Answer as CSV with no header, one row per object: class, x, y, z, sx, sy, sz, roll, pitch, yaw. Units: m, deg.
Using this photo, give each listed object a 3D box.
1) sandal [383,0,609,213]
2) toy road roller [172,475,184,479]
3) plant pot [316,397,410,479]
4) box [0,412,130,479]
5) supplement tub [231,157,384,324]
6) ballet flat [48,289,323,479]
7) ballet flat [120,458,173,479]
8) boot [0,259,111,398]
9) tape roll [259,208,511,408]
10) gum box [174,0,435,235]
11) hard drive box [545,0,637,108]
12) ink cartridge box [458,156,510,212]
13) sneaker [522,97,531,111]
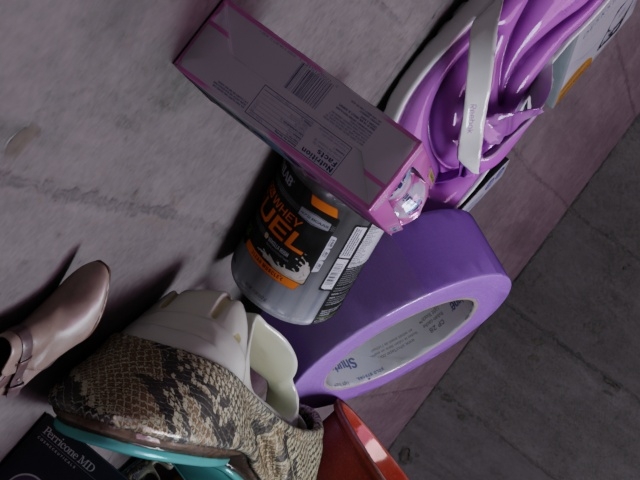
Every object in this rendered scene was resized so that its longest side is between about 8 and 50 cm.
sandal,0.191,-0.171,1.633,0.169,0.102,0.416,27,100,-41
toy road roller,-0.133,0.367,1.977,0.330,0.240,0.202,16,117,-36
plant pot,-0.005,0.361,1.732,0.265,0.272,0.272,-37,167,2
box,-0.190,0.304,1.347,0.184,0.261,0.103,-49,167,-16
supplement tub,0.002,-0.024,1.468,0.117,0.117,0.190,-33,156,-55
ballet flat,-0.103,0.143,1.450,0.182,0.164,0.483,-70,158,-12
ballet flat,-0.183,0.244,1.710,0.114,0.041,0.041,-46,166,-26
boot,-0.208,0.068,1.153,0.118,0.042,0.087,-57,164,18
tape roll,0.067,0.077,1.706,0.275,0.090,0.275,-25,162,-9
gum box,-0.004,-0.083,1.126,0.062,0.188,0.107,-52,167,-1
hard drive box,0.313,-0.293,1.896,0.181,0.089,0.232,-49,166,-16
ink cartridge box,0.124,-0.052,1.857,0.207,0.097,0.046,-46,166,-29
sneaker,0.231,-0.217,1.796,0.153,0.094,0.235,-48,159,20
